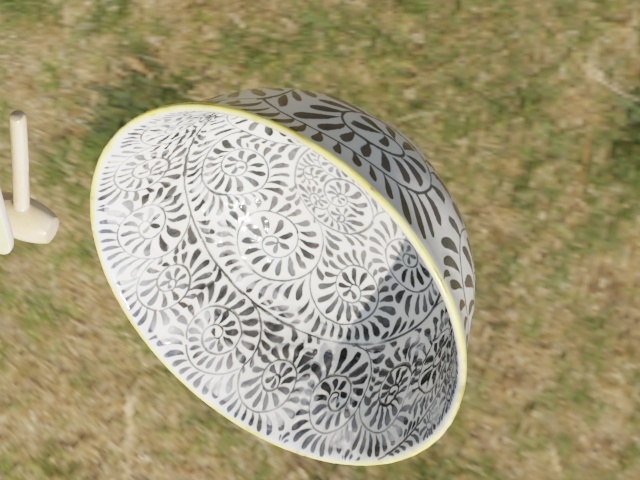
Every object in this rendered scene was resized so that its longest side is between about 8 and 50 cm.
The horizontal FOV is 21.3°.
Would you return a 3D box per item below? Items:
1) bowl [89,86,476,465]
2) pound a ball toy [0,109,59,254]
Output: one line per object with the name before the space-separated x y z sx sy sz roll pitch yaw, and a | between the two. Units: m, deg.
bowl | 0.000 0.000 0.674 0.080 0.170 0.170 -47 114 -40
pound a ball toy | -0.379 -0.066 1.641 0.319 0.136 0.208 85 27 -48
